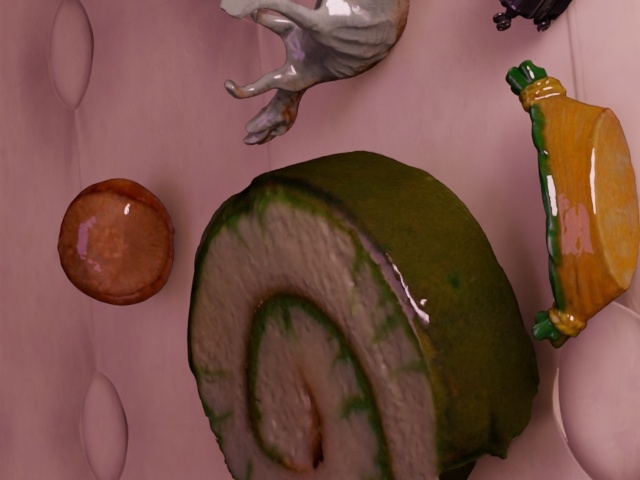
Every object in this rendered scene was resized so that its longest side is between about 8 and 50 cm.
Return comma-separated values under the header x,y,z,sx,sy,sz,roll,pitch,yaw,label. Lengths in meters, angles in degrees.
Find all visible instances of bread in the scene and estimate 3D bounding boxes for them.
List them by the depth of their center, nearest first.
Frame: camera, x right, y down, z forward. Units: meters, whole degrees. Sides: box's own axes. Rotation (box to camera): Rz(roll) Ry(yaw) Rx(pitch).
x,y,z,sx,sy,sz,roll,pitch,yaw,label
0.033,0.108,1.479,0.382,0.129,0.366,24,121,46,bread

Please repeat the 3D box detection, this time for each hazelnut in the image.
x,y,z,sx,sy,sz,roll,pitch,yaw,label
-0.231,0.002,1.954,0.150,0.150,0.150,7,99,58,hazelnut

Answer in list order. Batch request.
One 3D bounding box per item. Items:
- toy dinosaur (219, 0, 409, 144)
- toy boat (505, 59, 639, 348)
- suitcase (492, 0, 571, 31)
x,y,z,sx,sy,sz,roll,pitch,yaw,label
0.023,-0.223,1.481,0.393,0.205,0.092,-36,50,25,toy dinosaur
0.191,-0.034,1.282,0.088,0.089,0.230,-13,72,37,toy boat
0.177,-0.234,1.319,0.126,0.059,0.086,-57,48,44,suitcase
